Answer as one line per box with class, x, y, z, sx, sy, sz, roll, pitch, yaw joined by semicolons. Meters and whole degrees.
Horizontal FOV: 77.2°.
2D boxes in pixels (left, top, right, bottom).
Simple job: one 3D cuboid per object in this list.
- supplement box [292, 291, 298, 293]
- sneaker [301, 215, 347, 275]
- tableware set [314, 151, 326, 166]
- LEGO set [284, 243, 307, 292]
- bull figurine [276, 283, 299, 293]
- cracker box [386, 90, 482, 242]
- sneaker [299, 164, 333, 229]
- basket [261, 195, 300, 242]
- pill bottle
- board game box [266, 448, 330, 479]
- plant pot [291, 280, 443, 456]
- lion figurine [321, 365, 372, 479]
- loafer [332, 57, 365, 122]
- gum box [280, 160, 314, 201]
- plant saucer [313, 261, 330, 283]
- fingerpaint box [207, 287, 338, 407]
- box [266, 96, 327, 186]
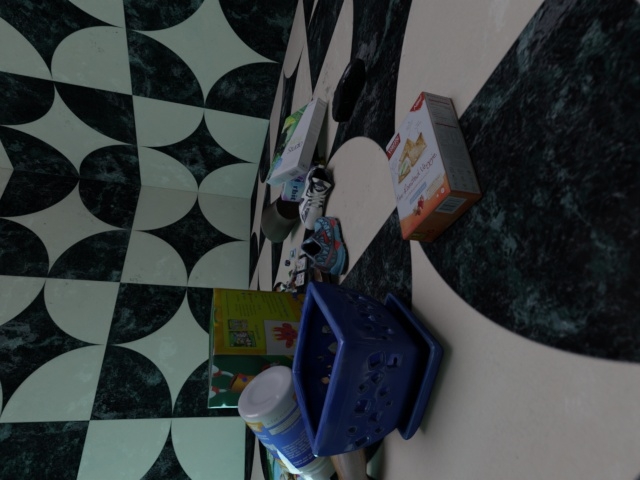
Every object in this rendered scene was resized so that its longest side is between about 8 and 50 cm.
supplement box;-0.115;0.251;1.713;0.083;0.043;0.055;179;95;-74
sneaker;0.000;0.000;1.262;0.262;0.125;0.104;-108;29;-54
tableware set;-0.012;-0.264;1.572;0.154;0.024;0.104;118;153;-51
LEGO set;-0.097;0.120;1.728;0.244;0.060;0.182;-28;54;60
bull figurine;-0.133;0.326;1.591;0.188;0.101;0.310;-49;52;36
cracker box;0.197;-0.134;0.744;0.155;0.067;0.232;121;151;-54
sneaker;-0.016;-0.161;1.423;0.153;0.094;0.235;144;141;-80
basket;-0.178;-0.116;1.876;0.227;0.154;0.204;143;130;-63
pill bottle;-0.063;0.446;0.954;0.272;0.152;0.152;60;174;-19
board game box;-0.069;0.696;1.173;0.319;0.066;0.318;-27;69;59
plant pot;0.081;0.227;0.757;0.236;0.212;0.235;-126;43;-66
lion figurine;0.066;0.465;0.865;0.240;0.142;0.392;109;157;-77
loafer;0.079;-0.469;1.241;0.223;0.076;0.078;114;148;-55
gum box;-0.102;-0.255;1.726;0.062;0.107;0.188;-111;31;-57
plant saucer;0.008;0.136;1.297;0.168;0.029;0.168;171;90;-83
fingerpaint box;-0.145;0.305;1.214;0.445;0.371;0.163;-137;54;-69
box;-0.097;-0.387;1.593;0.232;0.058;0.322;-13;55;51
